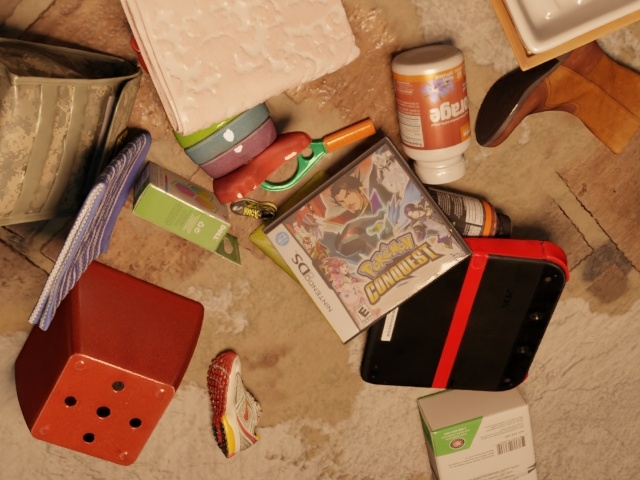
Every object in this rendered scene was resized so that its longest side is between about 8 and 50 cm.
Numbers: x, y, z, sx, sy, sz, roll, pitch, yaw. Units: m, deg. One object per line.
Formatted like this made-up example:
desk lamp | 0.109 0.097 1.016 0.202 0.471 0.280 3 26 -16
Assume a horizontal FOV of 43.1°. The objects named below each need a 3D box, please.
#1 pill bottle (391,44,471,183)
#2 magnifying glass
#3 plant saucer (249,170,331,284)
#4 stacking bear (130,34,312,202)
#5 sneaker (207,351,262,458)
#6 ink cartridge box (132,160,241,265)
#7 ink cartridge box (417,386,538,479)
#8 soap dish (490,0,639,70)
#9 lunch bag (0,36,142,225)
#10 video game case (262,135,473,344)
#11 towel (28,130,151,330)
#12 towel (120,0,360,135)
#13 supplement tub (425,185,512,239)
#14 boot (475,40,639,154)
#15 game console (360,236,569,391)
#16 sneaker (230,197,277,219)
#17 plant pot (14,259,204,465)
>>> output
pill bottle | 0.193 -0.211 1.377 0.121 0.121 0.216 -14 118 -5
magnifying glass | -0.015 -0.157 1.417 0.231 0.026 0.092 -22 118 1
plant saucer | 0.000 0.000 1.482 0.188 0.045 0.188 -42 117 10
stacking bear | -0.177 -0.222 1.278 0.175 0.164 0.289 -41 108 -25
sneaker | -0.165 0.314 1.589 0.092 0.088 0.225 -15 120 -27
ink cartridge box | -0.213 -0.046 1.379 0.209 0.109 0.062 28 108 -22
ink cartridge box | 0.338 0.454 1.728 0.211 0.121 0.289 -15 118 -4
soap dish | 0.399 -0.423 1.280 0.290 0.118 0.229 -24 88 1
lunch bag | -0.397 -0.162 1.214 0.287 0.169 0.235 -13 132 -56
video game case | 0.078 0.001 1.392 0.275 0.035 0.248 -37 84 10
towel | -0.337 -0.030 1.237 0.040 0.336 0.243 26 107 -10
towel | -0.121 -0.358 1.183 0.331 0.053 0.317 -28 109 -25
supplement tub | 0.248 -0.033 1.484 0.197 0.106 0.106 13 112 -17
boot | 0.444 -0.232 1.459 0.280 0.096 0.264 26 100 -29
game console | 0.268 0.147 1.547 0.342 0.060 0.387 5 130 -4
sneaker | -0.117 -0.054 1.435 0.083 0.035 0.031 2 115 -9
plant pot | -0.370 0.229 1.408 0.267 0.236 0.267 25 109 -22
